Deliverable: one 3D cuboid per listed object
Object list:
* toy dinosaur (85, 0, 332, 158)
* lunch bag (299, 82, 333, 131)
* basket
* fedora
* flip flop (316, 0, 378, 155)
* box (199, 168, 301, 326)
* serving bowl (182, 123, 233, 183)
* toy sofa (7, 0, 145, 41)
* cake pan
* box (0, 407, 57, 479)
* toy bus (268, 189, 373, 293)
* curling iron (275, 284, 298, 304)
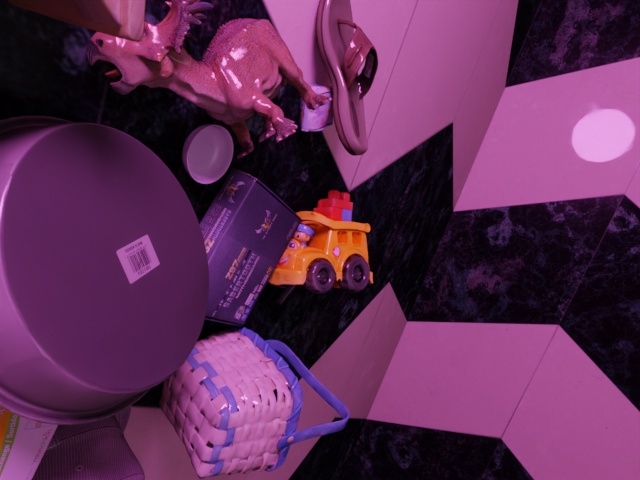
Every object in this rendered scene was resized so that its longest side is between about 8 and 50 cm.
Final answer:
[{"bbox_3d":[-0.099,-0.221,0.507,0.200,0.127,0.295,58,34,-19],"label":"toy dinosaur"},{"bbox_3d":[-0.010,-0.234,0.723,0.083,0.053,0.070,-49,152,-53],"label":"lunch bag"},{"bbox_3d":[-0.121,0.274,0.751,0.289,0.255,0.200,0,112,-42],"label":"basket"},{"bbox_3d":[-0.328,0.326,0.520,0.276,0.124,0.243,-5,123,-62],"label":"fedora"},{"bbox_3d":[0.059,-0.285,0.697,0.112,0.080,0.276,-17,99,-59],"label":"flip flop"},{"bbox_3d":[-0.140,0.022,0.696,0.232,0.059,0.183,-62,153,-7],"label":"box"},{"bbox_3d":[-0.159,-0.122,0.569,0.083,0.027,0.083,-42,146,-37],"label":"serving bowl"},{"bbox_3d":[-0.249,-0.208,0.152,0.363,0.150,0.176,-29,137,-59],"label":"toy sofa"},{"bbox_3d":[-0.201,0.019,0.402,0.293,0.054,0.292,-12,90,-74],"label":"cake pan"},{"bbox_3d":[-0.313,0.134,0.385,0.202,0.114,0.103,-67,155,-9],"label":"box"},{"bbox_3d":[0.000,0.000,0.849,0.221,0.150,0.211,3,91,-43],"label":"toy bus"},{"bbox_3d":[-0.023,0.029,0.956,0.273,0.035,0.068,-55,135,-11],"label":"curling iron"}]
